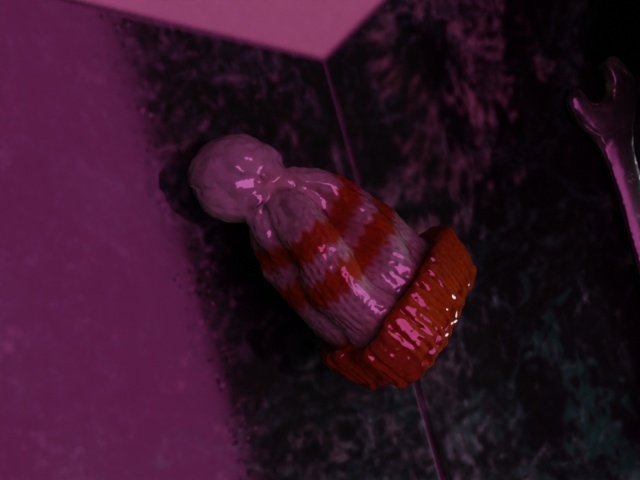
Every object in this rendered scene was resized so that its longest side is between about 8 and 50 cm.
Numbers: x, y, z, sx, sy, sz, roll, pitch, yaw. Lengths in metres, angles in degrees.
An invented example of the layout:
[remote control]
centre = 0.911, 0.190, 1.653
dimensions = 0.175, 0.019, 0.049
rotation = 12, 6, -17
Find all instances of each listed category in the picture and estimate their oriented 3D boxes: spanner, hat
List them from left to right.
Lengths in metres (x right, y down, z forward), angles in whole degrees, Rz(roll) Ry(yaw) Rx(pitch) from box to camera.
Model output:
[hat]
centre = 0.000, 0.000, 0.897
dimensions = 0.162, 0.093, 0.112
rotation = 45, 34, -10
[spanner]
centre = 0.205, 0.011, 1.025
dimensions = 0.054, 0.015, 0.255
rotation = -20, 97, -21
